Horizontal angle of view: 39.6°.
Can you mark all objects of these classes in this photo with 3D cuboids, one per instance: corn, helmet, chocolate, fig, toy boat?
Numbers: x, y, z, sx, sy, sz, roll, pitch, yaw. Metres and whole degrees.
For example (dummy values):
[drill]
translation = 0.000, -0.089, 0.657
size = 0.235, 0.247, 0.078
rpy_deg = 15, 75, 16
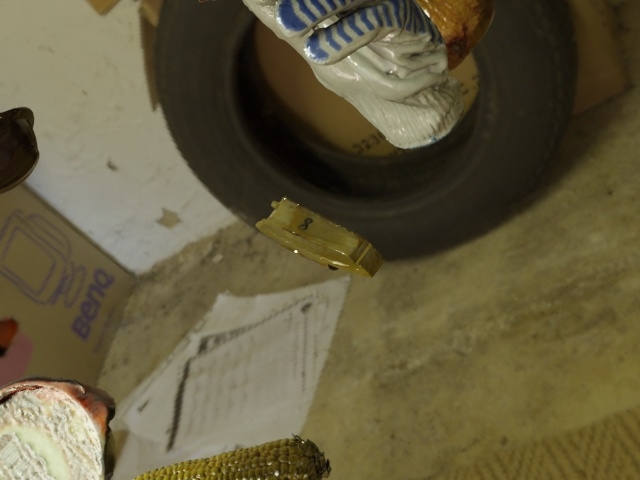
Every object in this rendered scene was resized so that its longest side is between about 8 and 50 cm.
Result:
[corn]
translation = -0.137, 0.375, 1.342
size = 0.317, 0.115, 0.115
rpy_deg = -13, 36, 7
[helmet]
translation = -0.380, -0.098, 1.061
size = 0.123, 0.070, 0.098
rpy_deg = -33, -14, -14
[chocolate]
translation = -0.333, 0.268, 1.140
size = 0.221, 0.221, 0.147
rpy_deg = -42, -13, 8
[fig]
translation = 0.150, -0.342, 1.299
size = 0.133, 0.201, 0.146
rpy_deg = -2, 58, 62
[toy boat]
translation = 0.000, 0.000, 1.331
size = 0.226, 0.088, 0.068
rpy_deg = 25, 68, 35

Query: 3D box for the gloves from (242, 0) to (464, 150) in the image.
[gloves]
translation = 0.024, -0.151, 0.669
size = 0.119, 0.229, 0.097
rpy_deg = 2, 70, 43
